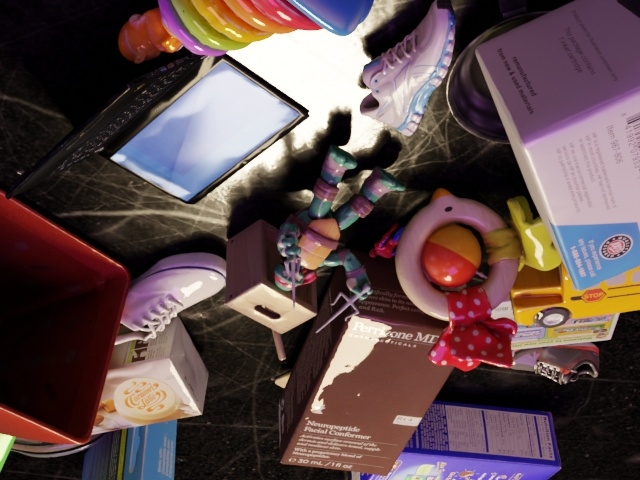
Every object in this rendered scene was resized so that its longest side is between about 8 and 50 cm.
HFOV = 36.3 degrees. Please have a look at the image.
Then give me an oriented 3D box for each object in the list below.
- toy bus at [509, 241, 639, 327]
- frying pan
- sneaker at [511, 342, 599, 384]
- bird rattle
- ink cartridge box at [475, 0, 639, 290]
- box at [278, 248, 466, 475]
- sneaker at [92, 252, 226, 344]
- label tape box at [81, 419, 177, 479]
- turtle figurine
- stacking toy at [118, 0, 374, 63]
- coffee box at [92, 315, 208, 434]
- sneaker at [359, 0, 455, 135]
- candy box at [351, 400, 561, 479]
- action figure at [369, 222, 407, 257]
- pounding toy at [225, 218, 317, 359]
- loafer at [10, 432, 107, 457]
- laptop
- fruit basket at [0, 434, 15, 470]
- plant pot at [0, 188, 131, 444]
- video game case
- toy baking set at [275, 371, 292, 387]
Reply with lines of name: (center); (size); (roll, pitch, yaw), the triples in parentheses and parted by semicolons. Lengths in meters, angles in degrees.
toy bus: (0.428, 0.028, 1.360); (0.332, 0.108, 0.130); (-9, 141, 7)
frying pan: (0.198, -0.218, 1.079); (0.197, 0.053, 0.326); (-31, 133, 29)
sneaker: (0.389, 0.206, 1.618); (0.157, 0.065, 0.061); (-4, 142, 2)
bird rattle: (0.197, 0.043, 1.307); (0.207, 0.143, 0.254); (30, 97, -1)
ink cartridge box: (0.404, -0.149, 1.043); (0.394, 0.166, 0.285); (-24, 139, 10)
box: (0.074, 0.199, 1.499); (0.191, 0.143, 0.381); (10, 131, -13)
sneaker: (-0.242, 0.098, 1.421); (0.258, 0.091, 0.094); (-23, 137, 24)
label tape box: (-0.322, 0.422, 1.700); (0.115, 0.249, 0.348); (18, 137, -24)
turtle figurine: (0.000, 0.000, 1.258); (0.175, 0.118, 0.234); (15, 110, -46)
stacking toy: (-0.102, -0.245, 0.969); (0.301, 0.175, 0.165); (-21, 141, 39)
coffee box: (-0.320, 0.220, 1.548); (0.246, 0.098, 0.141); (-12, 128, 11)
sneaker: (0.092, -0.194, 1.094); (0.082, 0.071, 0.191); (12, 139, -9)
candy box: (0.241, 0.404, 1.807); (0.317, 0.122, 0.268); (8, 145, -11)
action figure: (0.113, -0.005, 1.364); (0.115, 0.030, 0.038); (-33, 129, 29)
pounding toy: (-0.068, 0.072, 1.368); (0.100, 0.130, 0.141); (-31, 134, 31)
loafer: (-0.504, 0.316, 1.686); (0.267, 0.096, 0.084); (-4, 130, 8)
laptop: (-0.183, -0.102, 1.134); (0.234, 0.264, 0.137); (-34, 96, 32)
fruit basket: (-0.689, 0.280, 1.514); (0.392, 0.283, 0.392); (-9, 130, -11)
plant pot: (-0.457, 0.121, 1.326); (0.235, 0.267, 0.267); (-17, 141, 36)
video game case: (0.357, 0.120, 1.518); (0.212, 0.023, 0.193); (-7, 151, 4)
toy baking set: (0.062, 0.243, 1.674); (0.256, 0.030, 0.197); (12, 140, -18)
